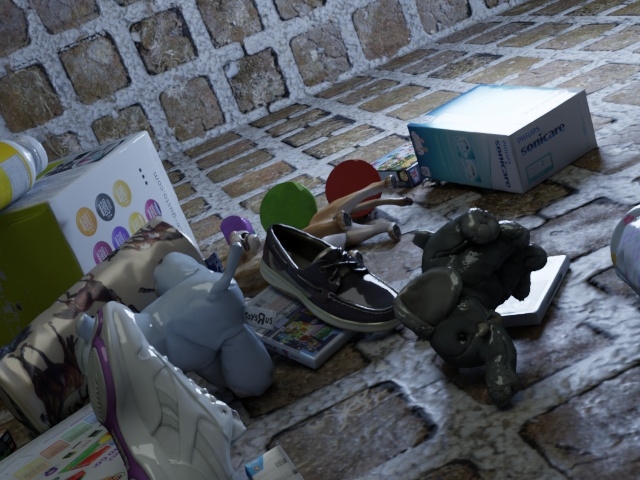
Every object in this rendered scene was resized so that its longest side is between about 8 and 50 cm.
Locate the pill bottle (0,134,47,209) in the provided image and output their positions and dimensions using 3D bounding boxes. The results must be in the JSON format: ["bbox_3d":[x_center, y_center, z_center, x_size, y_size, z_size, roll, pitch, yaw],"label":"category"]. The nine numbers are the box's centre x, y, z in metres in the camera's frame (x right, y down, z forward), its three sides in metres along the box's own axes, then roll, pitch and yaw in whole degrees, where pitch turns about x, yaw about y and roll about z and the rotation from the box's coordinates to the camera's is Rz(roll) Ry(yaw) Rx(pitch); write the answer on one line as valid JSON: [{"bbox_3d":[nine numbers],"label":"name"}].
[{"bbox_3d":[-0.548,-0.108,1.658,0.103,0.103,0.184,-10,24,33],"label":"pill bottle"}]

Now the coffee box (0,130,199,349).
[{"bbox_3d":[-0.467,0.042,1.840,0.338,0.337,0.334,-12,21,27],"label":"coffee box"}]

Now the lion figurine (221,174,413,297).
[{"bbox_3d":[0.000,0.000,1.805,0.240,0.142,0.392,-20,2,33],"label":"lion figurine"}]

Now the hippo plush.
[{"bbox_3d":[-0.209,0.160,1.375,0.237,0.234,0.294,-31,12,-24],"label":"hippo plush"}]

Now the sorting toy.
[{"bbox_3d":[-0.026,-0.061,2.072,0.366,0.127,0.126,-19,-12,17],"label":"sorting toy"}]

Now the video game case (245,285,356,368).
[{"bbox_3d":[-0.017,0.110,1.538,0.183,0.023,0.201,19,40,34],"label":"video game case"}]

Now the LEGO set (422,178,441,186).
[{"bbox_3d":[0.247,-0.133,2.031,0.083,0.023,0.054,-22,18,0],"label":"LEGO set"}]

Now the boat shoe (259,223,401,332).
[{"bbox_3d":[0.012,0.053,1.513,0.103,0.092,0.285,-29,39,-35],"label":"boat shoe"}]

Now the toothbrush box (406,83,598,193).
[{"bbox_3d":[0.352,-0.206,1.925,0.216,0.126,0.296,-31,24,-27],"label":"toothbrush box"}]

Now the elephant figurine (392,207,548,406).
[{"bbox_3d":[0.179,0.090,1.257,0.239,0.169,0.186,-64,1,-24],"label":"elephant figurine"}]

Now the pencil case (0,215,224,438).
[{"bbox_3d":[-0.339,0.145,1.562,0.410,0.183,0.160,-44,3,-29],"label":"pencil case"}]

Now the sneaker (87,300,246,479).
[{"bbox_3d":[-0.183,0.208,1.181,0.152,0.305,0.114,-14,-21,-30],"label":"sneaker"}]

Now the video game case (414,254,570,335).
[{"bbox_3d":[0.248,0.079,1.417,0.190,0.022,0.173,-9,21,33],"label":"video game case"}]

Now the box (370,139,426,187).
[{"bbox_3d":[0.225,-0.186,2.180,0.233,0.044,0.159,-33,20,-30],"label":"box"}]

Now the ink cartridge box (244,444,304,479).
[{"bbox_3d":[-0.044,0.281,1.117,0.048,0.028,0.083,-28,58,-19],"label":"ink cartridge box"}]

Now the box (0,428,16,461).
[{"bbox_3d":[-0.556,0.368,1.490,0.114,0.036,0.207,-17,18,14],"label":"box"}]

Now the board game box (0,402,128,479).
[{"bbox_3d":[-0.308,0.318,1.298,0.242,0.064,0.317,-32,21,-30],"label":"board game box"}]

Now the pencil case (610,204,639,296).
[{"bbox_3d":[0.423,0.046,1.163,0.124,0.114,0.273,-56,8,21],"label":"pencil case"}]
